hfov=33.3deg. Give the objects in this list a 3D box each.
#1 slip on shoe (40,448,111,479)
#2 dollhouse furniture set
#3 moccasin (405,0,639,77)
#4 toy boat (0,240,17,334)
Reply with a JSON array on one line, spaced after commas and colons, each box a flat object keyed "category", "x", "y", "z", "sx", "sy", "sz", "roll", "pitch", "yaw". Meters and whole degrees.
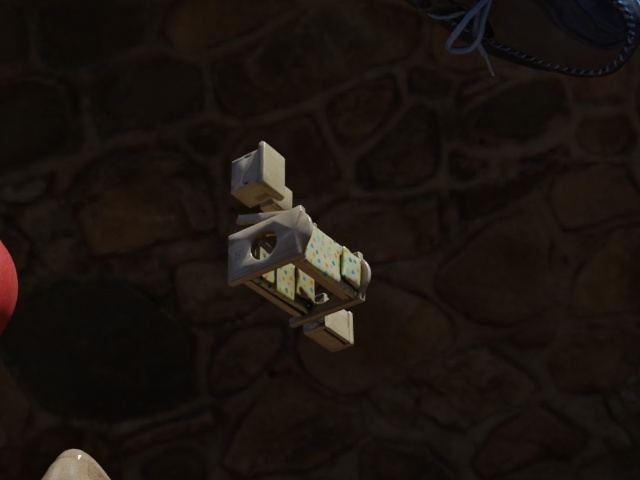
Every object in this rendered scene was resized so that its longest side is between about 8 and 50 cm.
[{"category": "slip on shoe", "x": -0.101, "y": 0.157, "z": 0.519, "sx": 0.051, "sy": 0.135, "sz": 0.041, "roll": -17, "pitch": 35, "yaw": 11}, {"category": "dollhouse furniture set", "x": 0.000, "y": 0.000, "z": 1.128, "sx": 0.101, "sy": 0.182, "sz": 0.161, "roll": -22, "pitch": 51, "yaw": 28}, {"category": "moccasin", "x": 0.113, "y": -0.230, "z": 0.930, "sx": 0.342, "sy": 0.138, "sz": 0.117, "roll": 26, "pitch": 23, "yaw": 10}, {"category": "toy boat", "x": -0.296, "y": -0.007, "z": 0.629, "sx": 0.151, "sy": 0.231, "sz": 0.151, "roll": -48, "pitch": -7, "yaw": -24}]
